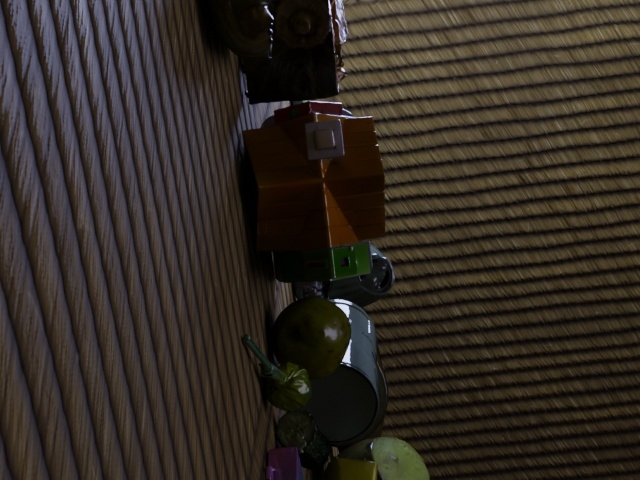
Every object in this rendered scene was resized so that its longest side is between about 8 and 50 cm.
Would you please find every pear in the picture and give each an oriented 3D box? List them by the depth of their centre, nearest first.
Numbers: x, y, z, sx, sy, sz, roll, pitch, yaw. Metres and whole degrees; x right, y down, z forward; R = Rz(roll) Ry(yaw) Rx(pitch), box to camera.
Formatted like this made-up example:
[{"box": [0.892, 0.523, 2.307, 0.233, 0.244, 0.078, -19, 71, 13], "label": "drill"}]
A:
[{"box": [-0.011, 0.126, 1.731, 0.131, 0.107, 0.107, 36, 48, -72], "label": "pear"}]

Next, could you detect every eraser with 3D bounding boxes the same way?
[{"box": [0.033, 0.415, 1.794, 0.158, 0.069, 0.226, 113, -20, -61], "label": "eraser"}]

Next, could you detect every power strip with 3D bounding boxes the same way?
[{"box": [-0.027, 0.371, 1.604, 0.109, 0.038, 0.278, -92, 173, -52], "label": "power strip"}]

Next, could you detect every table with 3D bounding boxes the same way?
[{"box": [0.020, 0.184, 1.917, 0.220, 0.126, 0.126, -88, 170, -70], "label": "table"}]

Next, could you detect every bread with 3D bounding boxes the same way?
[{"box": [-0.086, -0.270, 1.520, 0.232, 0.088, 0.128, -123, -145, -85], "label": "bread"}]

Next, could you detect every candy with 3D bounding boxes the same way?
[{"box": [-0.057, 0.146, 1.550, 0.058, 0.062, 0.194, -50, 151, -11], "label": "candy"}]

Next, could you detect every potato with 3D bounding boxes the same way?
[{"box": [0.087, 0.390, 2.143, 0.141, 0.176, 0.298, 60, -5, 11], "label": "potato"}]

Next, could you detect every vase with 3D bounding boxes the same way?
[{"box": [0.054, 0.055, 2.195, 0.248, 0.128, 0.128, 177, -94, -74], "label": "vase"}]

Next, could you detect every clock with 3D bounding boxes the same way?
[{"box": [-0.008, -0.063, 1.704, 0.309, 0.166, 0.235, 176, -93, -87], "label": "clock"}]

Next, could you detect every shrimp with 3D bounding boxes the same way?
[{"box": [0.000, 0.000, 2.123, 0.079, 0.090, 0.232, 41, 53, -54], "label": "shrimp"}]

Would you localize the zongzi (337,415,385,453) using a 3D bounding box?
[{"box": [0.053, 0.325, 2.377, 0.228, 0.115, 0.256, 46, 48, -77], "label": "zongzi"}]

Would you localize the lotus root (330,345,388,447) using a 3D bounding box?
[{"box": [0.040, 0.223, 2.195, 0.119, 0.138, 0.234, -147, -136, -83], "label": "lotus root"}]

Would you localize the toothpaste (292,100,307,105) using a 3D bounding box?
[{"box": [-0.019, -0.166, 2.490, 0.074, 0.048, 0.296, -81, 161, -63], "label": "toothpaste"}]

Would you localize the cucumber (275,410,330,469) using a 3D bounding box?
[{"box": [-0.020, 0.265, 1.743, 0.187, 0.058, 0.058, 69, 16, -70], "label": "cucumber"}]

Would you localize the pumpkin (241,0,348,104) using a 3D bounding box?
[{"box": [-0.035, -0.279, 1.821, 0.190, 0.139, 0.280, 70, 16, -69], "label": "pumpkin"}]
